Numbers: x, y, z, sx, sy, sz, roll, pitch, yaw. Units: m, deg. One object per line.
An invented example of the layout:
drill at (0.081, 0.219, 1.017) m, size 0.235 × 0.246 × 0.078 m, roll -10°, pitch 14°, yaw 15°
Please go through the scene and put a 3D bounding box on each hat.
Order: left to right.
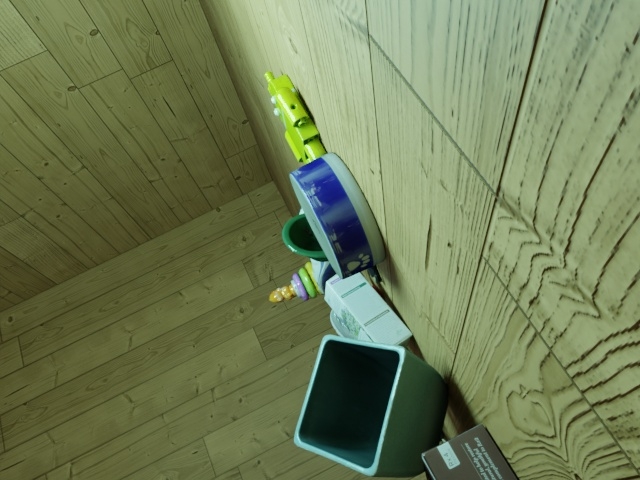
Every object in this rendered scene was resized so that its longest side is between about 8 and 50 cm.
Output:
hat at (-0.002, 0.041, 1.525) m, size 0.183 × 0.208 × 0.173 m, roll 93°, pitch -179°, yaw -46°

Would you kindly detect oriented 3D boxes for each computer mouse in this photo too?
computer mouse at (0.083, 0.003, 1.348) m, size 0.242 × 0.041 × 0.071 m, roll 62°, pitch 175°, yaw 8°

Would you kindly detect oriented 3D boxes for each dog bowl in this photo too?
dog bowl at (0.035, -0.052, 1.186) m, size 0.265 × 0.104 × 0.265 m, roll 63°, pitch 175°, yaw 10°

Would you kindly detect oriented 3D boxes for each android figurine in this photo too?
android figurine at (-0.060, -0.282, 1.306) m, size 0.273 × 0.056 × 0.248 m, roll 61°, pitch 175°, yaw 11°

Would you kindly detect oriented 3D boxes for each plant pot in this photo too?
plant pot at (0.139, 0.369, 1.186) m, size 0.252 × 0.247 × 0.248 m, roll 29°, pitch 161°, yaw -37°

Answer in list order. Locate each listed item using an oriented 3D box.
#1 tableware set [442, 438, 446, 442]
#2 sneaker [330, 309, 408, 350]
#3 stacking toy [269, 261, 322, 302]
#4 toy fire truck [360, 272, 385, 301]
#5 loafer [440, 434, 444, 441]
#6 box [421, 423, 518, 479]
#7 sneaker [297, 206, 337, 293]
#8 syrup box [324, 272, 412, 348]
tableware set at (0.332, 0.593, 1.523) m, size 0.194 × 0.039 × 0.128 m, roll 31°, pitch 151°, yaw 50°
sneaker at (0.151, 0.261, 1.527) m, size 0.281 × 0.105 × 0.115 m, roll 35°, pitch 149°, yaw 18°
stacking toy at (-0.040, 0.147, 1.909) m, size 0.166 × 0.302 × 0.175 m, roll 66°, pitch 174°, yaw -23°
toy fire truck at (0.129, 0.130, 1.504) m, size 0.135 × 0.047 × 0.192 m, roll 62°, pitch 176°, yaw 21°
loafer at (0.301, 0.558, 1.715) m, size 0.096 × 0.084 × 0.267 m, roll 65°, pitch 175°, yaw -19°
box at (0.314, 0.531, 1.094) m, size 0.191 × 0.143 × 0.381 m, roll 61°, pitch 177°, yaw 35°
sneaker at (0.000, -0.001, 1.734) m, size 0.182 × 0.127 × 0.315 m, roll 51°, pitch 161°, yaw 50°
syrup box at (0.114, 0.187, 1.365) m, size 0.237 × 0.096 × 0.093 m, roll 51°, pitch 156°, yaw 27°
